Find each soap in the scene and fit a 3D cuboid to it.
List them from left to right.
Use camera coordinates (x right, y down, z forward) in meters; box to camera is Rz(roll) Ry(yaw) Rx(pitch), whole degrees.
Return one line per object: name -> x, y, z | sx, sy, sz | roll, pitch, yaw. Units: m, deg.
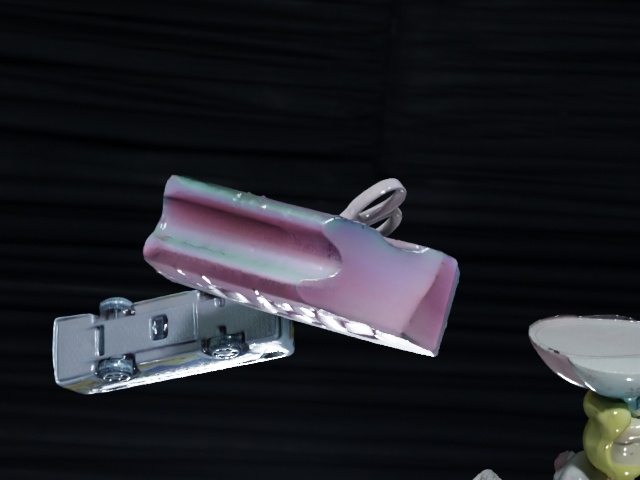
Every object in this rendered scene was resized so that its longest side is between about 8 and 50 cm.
soap -> -0.013, 0.033, 1.343 | 0.193, 0.324, 0.109 | 56, 49, -75

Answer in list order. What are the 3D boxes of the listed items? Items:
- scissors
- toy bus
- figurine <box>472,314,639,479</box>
scissors -> 0.000, 0.000, 1.485 | 0.030, 0.242, 0.118 | 56, -20, 26
toy bus -> -0.189, 0.132, 1.615 | 0.136, 0.330, 0.109 | 50, 31, -62
figurine -> 0.273, 0.258, 1.370 | 0.206, 0.284, 0.315 | 22, -64, 45
